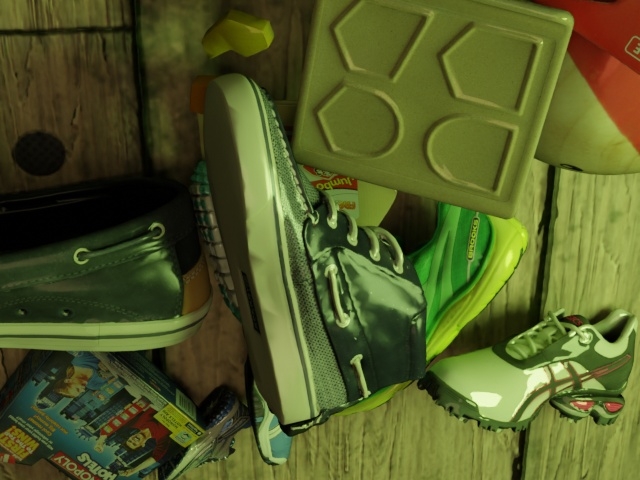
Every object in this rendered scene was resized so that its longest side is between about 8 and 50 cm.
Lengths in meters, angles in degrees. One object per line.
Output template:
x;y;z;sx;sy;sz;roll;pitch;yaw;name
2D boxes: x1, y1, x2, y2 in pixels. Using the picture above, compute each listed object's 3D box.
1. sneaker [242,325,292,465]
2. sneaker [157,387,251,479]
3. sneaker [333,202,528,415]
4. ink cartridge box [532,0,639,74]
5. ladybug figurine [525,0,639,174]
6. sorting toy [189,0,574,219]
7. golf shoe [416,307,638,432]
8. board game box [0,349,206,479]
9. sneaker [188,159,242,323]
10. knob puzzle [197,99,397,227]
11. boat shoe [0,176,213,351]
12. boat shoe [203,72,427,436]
-0.035;0.136;1.367;0.081;0.080;0.211;-4;114;-11;sneaker
-0.121;0.221;1.435;0.058;0.052;0.135;33;113;-28;sneaker
0.085;0.061;1.347;0.123;0.109;0.295;42;118;5;sneaker
0.244;-0.290;1.036;0.296;0.066;0.261;38;104;16;ink cartridge box
0.340;-0.214;1.156;0.449;0.162;0.305;-38;118;16;ladybug figurine
0.044;-0.143;1.156;0.307;0.041;0.229;15;132;5;sorting toy
0.213;0.122;1.362;0.272;0.105;0.120;1;116;-39;golf shoe
-0.254;0.180;1.388;0.194;0.060;0.194;-36;119;16;board game box
-0.072;-0.005;1.278;0.076;0.065;0.167;-24;111;-17;sneaker
-0.021;-0.055;1.280;0.213;0.030;0.213;5;129;6;knob puzzle
-0.344;0.011;1.209;0.500;0.187;0.156;-1;117;-12;boat shoe
0.000;0.000;1.209;0.158;0.127;0.341;-17;116;-15;boat shoe
